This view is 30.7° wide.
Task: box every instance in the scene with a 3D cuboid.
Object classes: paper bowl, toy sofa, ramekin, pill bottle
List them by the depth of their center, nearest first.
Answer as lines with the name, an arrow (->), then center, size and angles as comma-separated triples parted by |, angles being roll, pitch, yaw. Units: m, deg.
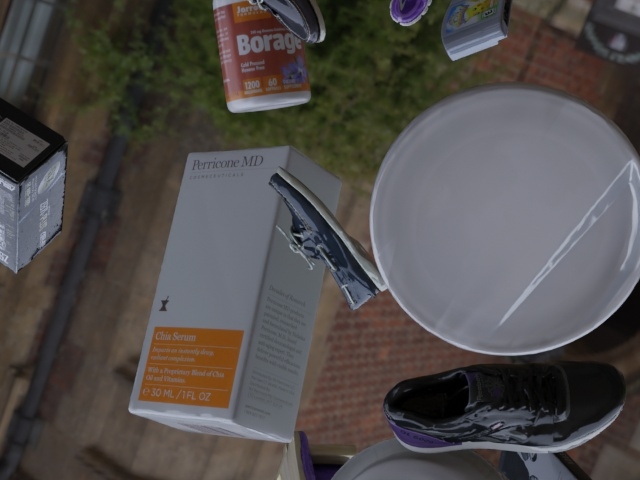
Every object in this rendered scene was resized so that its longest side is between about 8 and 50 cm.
ramekin -> 0.183, -0.032, 1.158 | 0.273, 0.272, 0.127 | 20, -162, -4
paper bowl -> 0.118, 0.381, 1.443 | 0.284, 0.284, 0.148 | 27, 170, 30
pill bottle -> -0.087, -0.294, 1.645 | 0.121, 0.216, 0.121 | -8, -176, 1
toy sofa -> 0.023, 0.531, 2.156 | 0.150, 0.177, 0.362 | 4, -141, -16

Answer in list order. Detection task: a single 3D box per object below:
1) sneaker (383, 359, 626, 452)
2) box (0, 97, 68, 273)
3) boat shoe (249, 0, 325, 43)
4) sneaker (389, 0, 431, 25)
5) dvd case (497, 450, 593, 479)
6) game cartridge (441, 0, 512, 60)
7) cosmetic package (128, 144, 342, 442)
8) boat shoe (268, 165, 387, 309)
sneaker -> 0.214, 0.191, 1.358 | 0.283, 0.107, 0.124 | -11, 157, 9
box -> -0.351, -0.076, 1.174 | 0.180, 0.147, 0.077 | 31, -129, 10
boat shoe -> -0.074, -0.312, 1.463 | 0.065, 0.075, 0.206 | -31, -112, -25
sneaker -> 0.182, -0.471, 2.120 | 0.068, 0.170, 0.071 | 33, -178, 9
dvd case -> 0.306, 0.367, 1.638 | 0.030, 0.179, 0.238 | 5, -164, -17
game cartridge -> 0.123, -0.176, 0.920 | 0.017, 0.056, 0.083 | 51, -146, -29
cosmetic package -> -0.135, 0.086, 1.910 | 0.230, 0.453, 0.161 | -2, 159, 36
boat shoe -> 0.000, 0.000, 1.672 | 0.254, 0.079, 0.095 | 48, -174, -32
